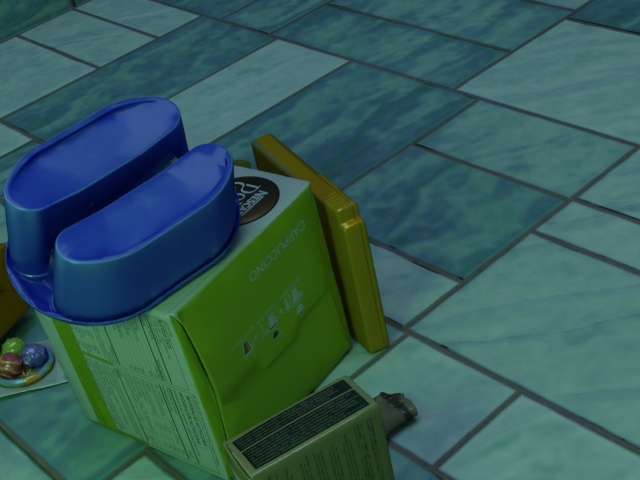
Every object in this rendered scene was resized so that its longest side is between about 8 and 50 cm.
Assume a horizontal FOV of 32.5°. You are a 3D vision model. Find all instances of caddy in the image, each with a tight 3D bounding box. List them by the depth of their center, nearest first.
[{"bbox_3d":[-0.266,-0.033,1.491,0.341,0.179,0.241,-36,66,-27],"label":"caddy"}]

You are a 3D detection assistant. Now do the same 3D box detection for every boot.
[{"bbox_3d":[0.104,0.269,1.645,0.087,0.042,0.118,-16,35,-9],"label":"boot"}]

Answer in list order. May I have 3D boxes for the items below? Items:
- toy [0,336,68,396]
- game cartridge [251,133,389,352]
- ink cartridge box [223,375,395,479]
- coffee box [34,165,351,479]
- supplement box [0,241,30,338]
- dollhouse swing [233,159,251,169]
[{"bbox_3d":[-0.547,0.213,1.925,0.237,0.056,0.137,-16,35,-5],"label":"toy"},{"bbox_3d":[0.000,0.000,1.851,0.053,0.285,0.324,-27,37,-19],"label":"game cartridge"},{"bbox_3d":[-0.004,0.321,1.433,0.193,0.234,0.088,-26,36,-20],"label":"ink cartridge box"},{"bbox_3d":[-0.199,0.102,1.719,0.334,0.338,0.337,15,44,34],"label":"coffee box"},{"bbox_3d":[-0.663,0.116,1.991,0.194,0.129,0.191,-10,26,23],"label":"supplement box"},{"bbox_3d":[-0.290,-0.044,2.190,0.347,0.305,0.315,7,77,28],"label":"dollhouse swing"}]
